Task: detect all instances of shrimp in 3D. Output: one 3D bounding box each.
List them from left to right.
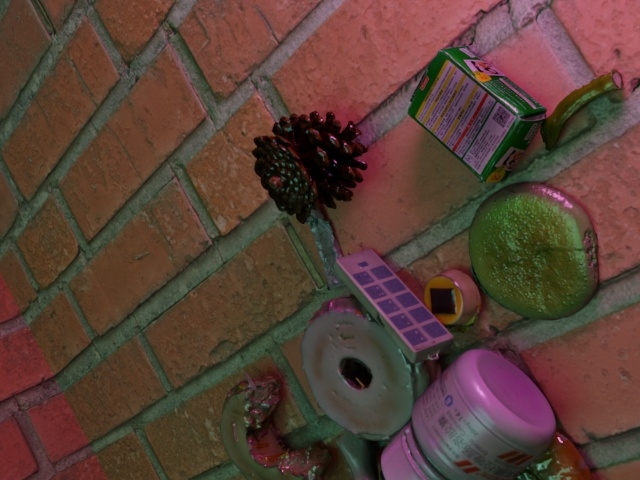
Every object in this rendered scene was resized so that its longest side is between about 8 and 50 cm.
[{"bbox_3d":[0.487,0.618,1.713,0.272,0.085,0.444,-32,68,34],"label":"shrimp"}]

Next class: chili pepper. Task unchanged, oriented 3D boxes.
[{"bbox_3d":[0.469,-0.244,1.486,0.201,0.050,0.051,-45,38,44],"label":"chili pepper"}]

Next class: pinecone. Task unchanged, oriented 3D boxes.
[{"bbox_3d":[-0.011,-0.172,1.809,0.264,0.264,0.264,17,117,37],"label":"pinecone"}]

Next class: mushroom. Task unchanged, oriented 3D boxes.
[{"bbox_3d":[0.102,0.583,2.043,0.099,0.096,0.277,-35,51,36],"label":"mushroom"}]

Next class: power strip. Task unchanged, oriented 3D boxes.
[{"bbox_3d":[0.153,0.135,1.806,0.367,0.106,0.043,49,145,42],"label":"power strip"}]

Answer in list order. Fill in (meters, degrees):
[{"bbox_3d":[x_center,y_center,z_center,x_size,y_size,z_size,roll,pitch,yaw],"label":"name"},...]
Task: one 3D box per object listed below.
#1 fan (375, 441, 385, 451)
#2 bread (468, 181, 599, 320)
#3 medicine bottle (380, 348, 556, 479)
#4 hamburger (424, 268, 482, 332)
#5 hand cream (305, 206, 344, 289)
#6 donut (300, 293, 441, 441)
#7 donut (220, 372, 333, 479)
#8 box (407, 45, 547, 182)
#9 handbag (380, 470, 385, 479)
[{"bbox_3d":[0.163,0.512,2.073,0.038,0.016,0.193,52,132,25],"label":"fan"},{"bbox_3d":[0.421,0.026,1.635,0.301,0.045,0.301,17,117,38],"label":"bread"},{"bbox_3d":[0.303,0.417,1.700,0.256,0.256,0.325,47,114,18],"label":"medicine bottle"},{"bbox_3d":[0.293,0.133,1.764,0.127,0.082,0.141,-30,72,47],"label":"hamburger"},{"bbox_3d":[0.002,-0.002,1.996,0.084,0.050,0.256,-16,101,46],"label":"hand cream"},{"bbox_3d":[0.123,0.298,1.936,0.383,0.142,0.382,16,117,36],"label":"donut"},{"bbox_3d":[-0.135,0.567,2.268,0.371,0.150,0.307,52,133,14],"label":"donut"},{"bbox_3d":[0.300,-0.248,1.580,0.250,0.103,0.180,47,131,24],"label":"box"},{"bbox_3d":[0.286,0.652,1.956,0.332,0.075,0.191,11,133,34],"label":"handbag"}]
